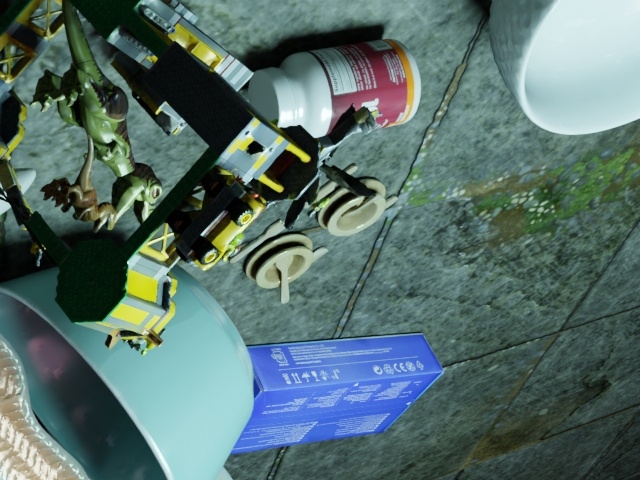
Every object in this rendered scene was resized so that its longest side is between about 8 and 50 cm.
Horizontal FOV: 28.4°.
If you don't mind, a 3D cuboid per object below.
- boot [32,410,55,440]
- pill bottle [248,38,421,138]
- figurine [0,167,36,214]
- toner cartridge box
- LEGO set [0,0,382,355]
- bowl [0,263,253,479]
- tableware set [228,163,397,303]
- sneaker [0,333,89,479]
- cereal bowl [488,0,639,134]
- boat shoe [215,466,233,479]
[{"bbox_3d":[-0.246,0.223,1.551,0.220,0.109,0.283,-18,170,2],"label":"boot"},{"bbox_3d":[0.012,-0.141,1.206,0.152,0.086,0.086,-13,148,-27],"label":"pill bottle"},{"bbox_3d":[-0.370,-0.010,1.076,0.209,0.092,0.215,-48,148,23],"label":"figurine"},{"bbox_3d":[-0.003,0.214,1.785,0.348,0.075,0.165,0,142,-43],"label":"toner cartridge box"},{"bbox_3d":[-0.133,-0.068,0.989,0.255,0.331,0.192,-55,150,3],"label":"LEGO set"},{"bbox_3d":[-0.186,0.131,1.296,0.163,0.311,0.311,-39,158,-26],"label":"bowl"},{"bbox_3d":[0.000,0.000,1.474,0.194,0.039,0.128,-37,151,13],"label":"tableware set"},{"bbox_3d":[-0.357,0.186,1.332,0.108,0.121,0.302,-43,127,-29],"label":"sneaker"},{"bbox_3d":[0.302,-0.263,1.216,0.339,0.141,0.339,-22,151,-13],"label":"cereal bowl"},{"bbox_3d":[-0.220,0.304,1.668,0.228,0.079,0.081,29,137,-20],"label":"boat shoe"}]
